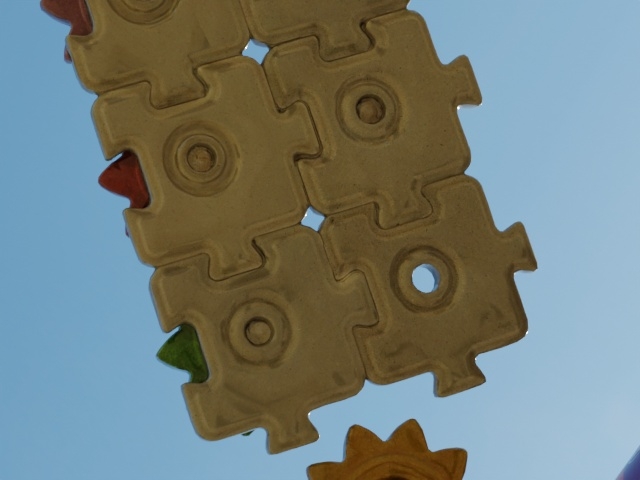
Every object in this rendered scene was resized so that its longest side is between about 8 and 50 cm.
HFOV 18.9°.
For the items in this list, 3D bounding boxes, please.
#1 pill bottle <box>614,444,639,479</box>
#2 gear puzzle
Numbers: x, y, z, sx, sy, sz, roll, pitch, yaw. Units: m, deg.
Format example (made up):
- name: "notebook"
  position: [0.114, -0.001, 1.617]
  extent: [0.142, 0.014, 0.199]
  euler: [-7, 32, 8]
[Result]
- name: "pill bottle"
  position: [0.270, 0.065, 0.845]
  extent: [0.181, 0.181, 0.323]
  euler: [23, -68, -23]
- name: "gear puzzle"
  position: [0.000, 0.000, 0.856]
  extent: [0.175, 0.044, 0.339]
  euler: [-17, -95, -14]
